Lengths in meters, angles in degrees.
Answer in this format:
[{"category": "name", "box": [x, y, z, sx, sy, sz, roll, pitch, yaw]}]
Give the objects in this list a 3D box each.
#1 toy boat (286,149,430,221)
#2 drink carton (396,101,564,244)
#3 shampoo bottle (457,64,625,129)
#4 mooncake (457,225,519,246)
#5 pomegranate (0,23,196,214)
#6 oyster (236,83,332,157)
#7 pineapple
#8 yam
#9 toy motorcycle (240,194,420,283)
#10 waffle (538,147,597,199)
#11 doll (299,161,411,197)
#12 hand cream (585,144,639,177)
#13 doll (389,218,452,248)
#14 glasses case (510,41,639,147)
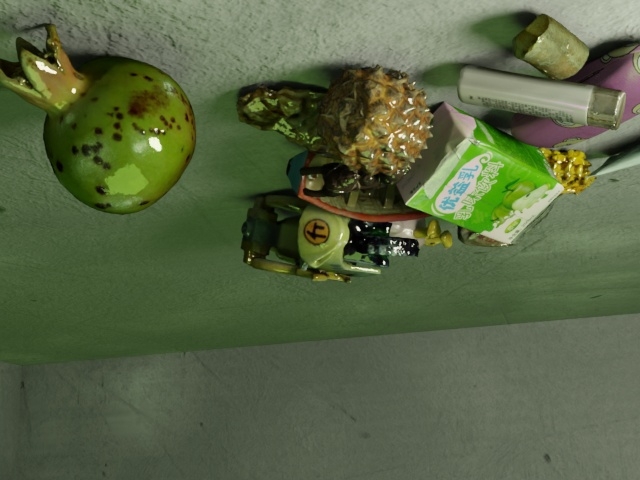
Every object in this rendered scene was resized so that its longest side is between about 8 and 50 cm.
[{"category": "toy boat", "box": [0.107, -0.103, 1.713, 0.392, 0.136, 0.079, 6, -169, -40]}, {"category": "drink carton", "box": [0.268, -0.107, 1.567, 0.271, 0.108, 0.161, 18, 125, -36]}, {"category": "shampoo bottle", "box": [0.313, -0.204, 1.332, 0.227, 0.055, 0.086, 14, -177, 22]}, {"category": "mooncake", "box": [0.337, -0.048, 1.889, 0.130, 0.125, 0.073, 1, 159, -21]}, {"category": "pomegranate", "box": [-0.301, -0.179, 1.292, 0.231, 0.231, 0.286, -19, 117, 45]}, {"category": "oyster", "box": [0.023, -0.182, 1.499, 0.345, 0.078, 0.129, 11, 151, -30]}, {"category": "pineapple", "box": [0.091, -0.171, 1.378, 0.166, 0.166, 0.193, -13, 161, 34]}, {"category": "yam", "box": [0.304, -0.261, 1.254, 0.070, 0.069, 0.146, -15, 160, 39]}, {"category": "toy motorcycle", "box": [0.000, 0.000, 1.838, 0.237, 0.168, 0.410, 14, 172, -31]}, {"category": "waffle", "box": [0.411, -0.119, 1.760, 0.193, 0.070, 0.197, -14, 162, 36]}, {"category": "doll", "box": [0.066, -0.102, 1.488, 0.139, 0.057, 0.165, -7, -178, -33]}, {"category": "hand cream", "box": [0.613, -0.173, 1.604, 0.321, 0.067, 0.109, -17, -168, 47]}, {"category": "doll", "box": [0.102, -0.004, 2.073, 0.365, 0.094, 0.160, -10, 159, 24]}, {"category": "glasses case", "box": [0.415, -0.213, 1.411, 0.123, 0.075, 0.316, 8, 161, -25]}]
